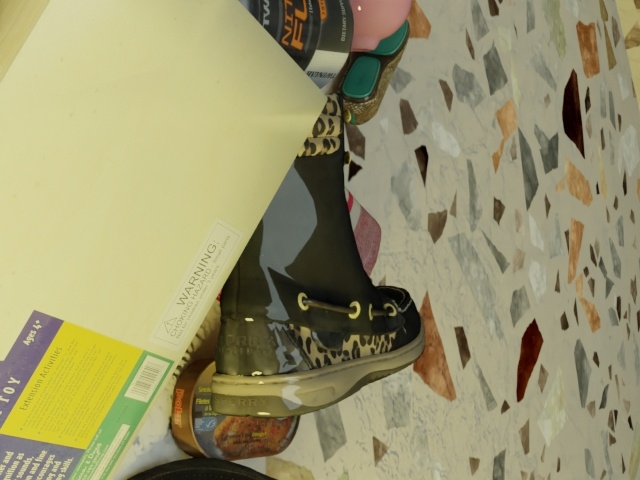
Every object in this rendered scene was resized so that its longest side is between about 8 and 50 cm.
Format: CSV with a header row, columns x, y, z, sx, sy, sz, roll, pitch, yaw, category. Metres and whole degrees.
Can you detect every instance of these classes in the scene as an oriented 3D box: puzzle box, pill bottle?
x,y,z,sx,sy,sz,roll,pitch,yaw,category
-0.166,0.010,0.583,0.409,0.052,0.272,-60,149,-5,puzzle box
-0.080,-0.189,0.747,0.246,0.130,0.130,-16,100,-60,pill bottle

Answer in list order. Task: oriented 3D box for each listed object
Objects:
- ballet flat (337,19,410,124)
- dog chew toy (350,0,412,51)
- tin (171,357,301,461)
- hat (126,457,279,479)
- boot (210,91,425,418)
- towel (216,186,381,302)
x,y,z,sx,sy,sz,roll,pitch,yaw,category
0.070,-0.235,1.203,0.067,0.073,0.206,90,23,-51,ballet flat
0.048,-0.400,1.065,0.207,0.207,0.331,-9,102,-57,dog chew toy
-0.086,0.176,0.929,0.190,0.040,0.106,14,79,-56,tin
-0.100,0.359,0.759,0.331,0.331,0.134,-35,153,-53,hat
0.000,0.000,0.884,0.377,0.138,0.284,-13,98,-62,boot
-0.025,0.003,1.009,0.329,0.037,0.237,47,51,-49,towel
